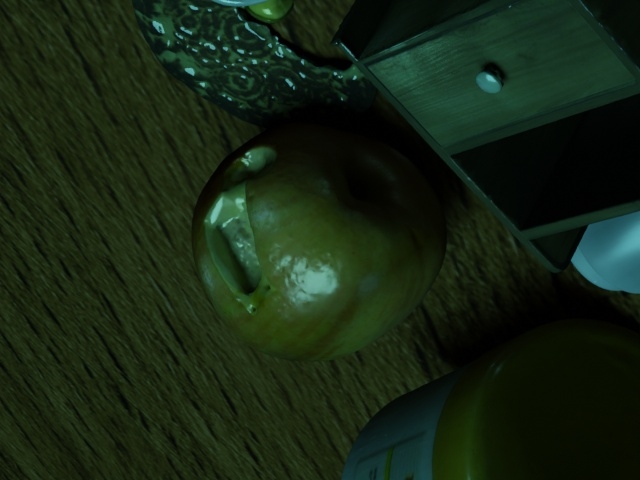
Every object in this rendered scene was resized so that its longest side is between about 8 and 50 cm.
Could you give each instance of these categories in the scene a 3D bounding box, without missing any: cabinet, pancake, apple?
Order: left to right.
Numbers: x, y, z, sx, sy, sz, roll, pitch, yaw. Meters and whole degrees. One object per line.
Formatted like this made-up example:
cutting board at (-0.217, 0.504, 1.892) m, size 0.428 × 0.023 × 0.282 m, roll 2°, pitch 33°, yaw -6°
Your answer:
pancake at (-0.054, -0.144, 1.216) m, size 0.184 × 0.020 × 0.190 m, roll -5°, pitch 136°, yaw 45°
apple at (0.000, 0.000, 1.235) m, size 0.199 × 0.199 × 0.199 m, roll 21°, pitch 148°, yaw 14°
cabinet at (0.152, -0.109, 0.968) m, size 0.215 × 0.148 × 0.174 m, roll 44°, pitch 146°, yaw -21°

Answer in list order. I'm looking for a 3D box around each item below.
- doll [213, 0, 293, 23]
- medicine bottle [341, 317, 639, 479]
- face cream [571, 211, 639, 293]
doll at (-0.046, -0.216, 1.045) m, size 0.129 × 0.081 × 0.207 m, roll 27°, pitch 147°, yaw 15°
medicine bottle at (0.164, 0.204, 1.324) m, size 0.238 × 0.238 × 0.232 m, roll 36°, pitch 149°, yaw -11°
face cream at (0.213, -0.016, 1.110) m, size 0.091 × 0.091 × 0.095 m, roll 38°, pitch 140°, yaw -14°
